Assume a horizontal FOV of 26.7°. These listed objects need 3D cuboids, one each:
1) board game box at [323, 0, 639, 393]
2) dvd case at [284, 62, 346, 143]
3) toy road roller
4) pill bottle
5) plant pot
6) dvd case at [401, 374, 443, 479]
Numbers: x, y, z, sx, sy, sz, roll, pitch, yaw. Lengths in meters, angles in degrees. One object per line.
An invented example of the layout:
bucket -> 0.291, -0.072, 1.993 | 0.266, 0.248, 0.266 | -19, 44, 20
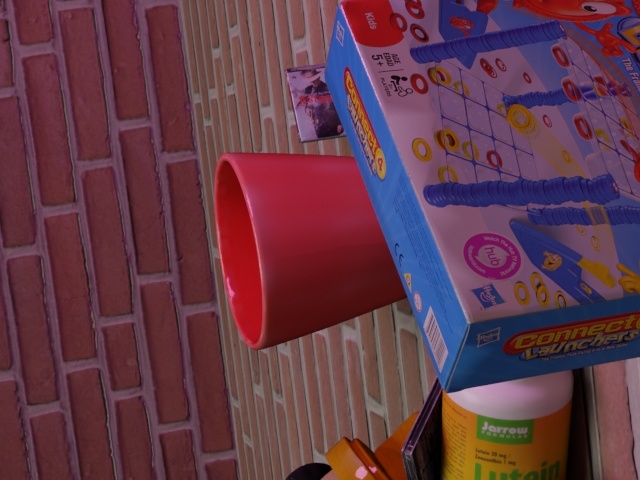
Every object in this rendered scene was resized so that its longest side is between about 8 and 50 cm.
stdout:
board game box -> 0.190, -0.059, 1.003 | 0.086, 0.301, 0.308 | 102, 155, -51
dvd case -> -0.001, -0.210, 2.046 | 0.013, 0.087, 0.120 | 118, 142, -72
toy road roller -> 0.126, 0.385, 1.789 | 0.329, 0.240, 0.202 | 47, 180, -26
pill bottle -> 0.197, 0.185, 1.429 | 0.136, 0.136, 0.246 | -125, 30, -59
plant pot -> 0.000, 0.000, 1.856 | 0.275, 0.243, 0.275 | 172, 90, -75
dvd case -> 0.147, 0.201, 1.519 | 0.221, 0.018, 0.165 | -59, -31, -36
